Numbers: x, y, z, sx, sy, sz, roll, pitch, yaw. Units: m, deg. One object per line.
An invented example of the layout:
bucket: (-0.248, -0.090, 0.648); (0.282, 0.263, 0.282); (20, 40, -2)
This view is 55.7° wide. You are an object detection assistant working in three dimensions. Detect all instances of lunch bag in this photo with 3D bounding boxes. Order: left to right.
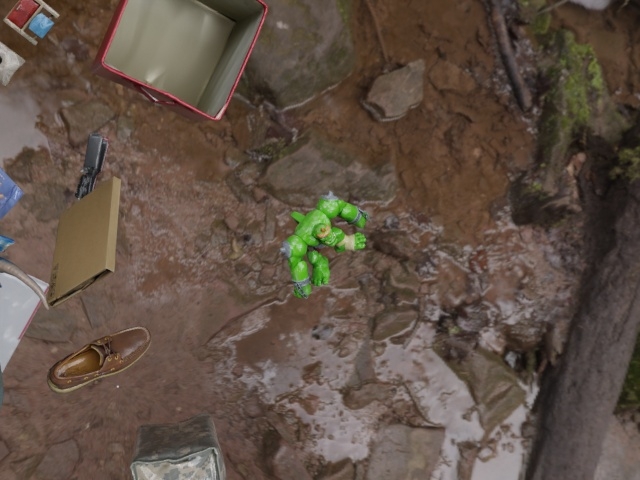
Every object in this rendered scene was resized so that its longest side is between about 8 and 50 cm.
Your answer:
lunch bag: (-0.244, 0.482, 1.068); (0.169, 0.235, 0.286); (-8, 91, -13)

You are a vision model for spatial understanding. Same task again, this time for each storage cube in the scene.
storage cube: (-0.221, -0.307, 0.927); (0.184, 0.193, 0.214); (22, 90, -27)

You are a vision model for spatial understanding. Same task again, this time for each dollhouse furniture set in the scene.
dollhouse furniture set: (-0.632, -0.426, 1.208); (0.129, 0.129, 0.183); (39, 87, -32)

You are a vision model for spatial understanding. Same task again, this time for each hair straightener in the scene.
hair straightener: (-0.602, -0.166, 1.546); (0.047, 0.089, 0.230); (17, 87, 5)

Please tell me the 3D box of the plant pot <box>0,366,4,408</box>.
plant pot: (-0.592, 0.190, 0.777); (0.342, 0.334, 0.340); (4, 70, -10)

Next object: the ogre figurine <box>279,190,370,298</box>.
ogre figurine: (0.000, 0.000, 1.076); (0.197, 0.097, 0.118); (-38, 131, 3)

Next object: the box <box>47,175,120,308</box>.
box: (-0.419, 0.001, 1.078); (0.021, 0.165, 0.201); (34, 37, -44)

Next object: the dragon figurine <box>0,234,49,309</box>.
dragon figurine: (-0.521, 0.026, 0.907); (0.290, 0.144, 0.085); (14, 86, -3)

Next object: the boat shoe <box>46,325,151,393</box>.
boat shoe: (-0.359, 0.192, 0.999); (0.178, 0.060, 0.064); (-26, 78, -33)

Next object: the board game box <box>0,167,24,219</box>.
board game box: (-0.377, -0.121, 0.494); (0.165, 0.243, 0.042); (16, 58, 30)

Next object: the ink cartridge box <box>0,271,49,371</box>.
ink cartridge box: (-0.890, 0.168, 1.529); (0.160, 0.385, 0.279); (36, 73, -44)
